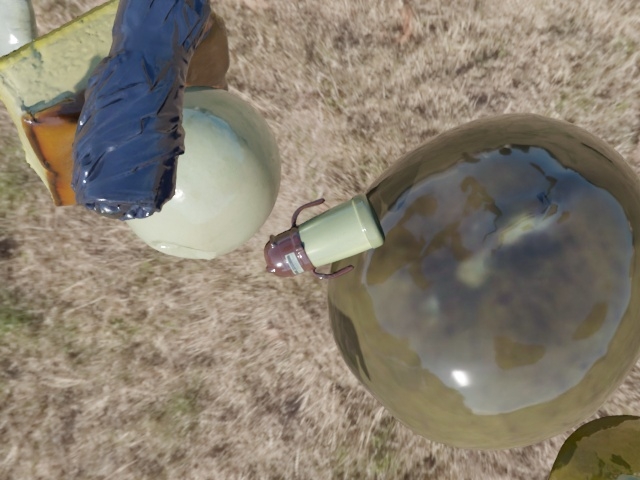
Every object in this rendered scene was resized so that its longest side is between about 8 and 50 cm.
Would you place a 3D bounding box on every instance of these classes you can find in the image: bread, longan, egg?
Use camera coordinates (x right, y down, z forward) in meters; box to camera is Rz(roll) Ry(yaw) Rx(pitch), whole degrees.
[{"bbox_3d":[-0.305,-0.219,1.268,0.333,0.323,0.143,-34,80,-15],"label":"bread"},{"bbox_3d":[0.163,0.038,0.791,0.319,0.319,0.319,0,89,8],"label":"longan"},{"bbox_3d":[-0.160,-0.085,1.078,0.219,0.269,0.219,4,68,-9],"label":"egg"}]

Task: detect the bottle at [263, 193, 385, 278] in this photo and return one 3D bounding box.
[{"bbox_3d":[0.000,-0.001,0.691,0.101,0.047,0.063,-23,58,9],"label":"bottle"}]

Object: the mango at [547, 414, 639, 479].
[{"bbox_3d":[0.211,0.179,0.468,0.130,0.092,0.194,-27,45,-28],"label":"mango"}]

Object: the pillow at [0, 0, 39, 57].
[{"bbox_3d":[-0.572,-0.388,1.509,0.134,0.078,0.181,5,120,22],"label":"pillow"}]

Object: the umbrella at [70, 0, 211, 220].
[{"bbox_3d":[-0.107,-0.132,0.530,0.071,0.071,0.248,6,78,8],"label":"umbrella"}]
